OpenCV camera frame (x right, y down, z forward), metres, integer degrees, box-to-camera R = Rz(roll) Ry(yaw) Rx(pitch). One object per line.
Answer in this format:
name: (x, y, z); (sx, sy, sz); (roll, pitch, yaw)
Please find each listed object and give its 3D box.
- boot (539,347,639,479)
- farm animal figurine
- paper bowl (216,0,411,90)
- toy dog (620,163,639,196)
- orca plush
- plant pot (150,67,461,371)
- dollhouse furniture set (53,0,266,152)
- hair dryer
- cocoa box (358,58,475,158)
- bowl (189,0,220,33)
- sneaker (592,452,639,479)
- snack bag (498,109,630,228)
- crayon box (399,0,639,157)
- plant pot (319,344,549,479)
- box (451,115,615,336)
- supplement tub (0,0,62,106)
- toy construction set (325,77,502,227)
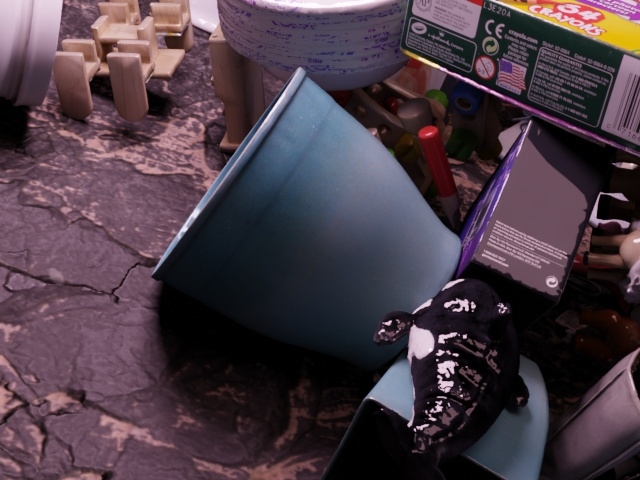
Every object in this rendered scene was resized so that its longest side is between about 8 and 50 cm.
boot: (0.267, 0.177, 1.037); (0.076, 0.208, 0.189); (14, 38, -14)
farm animal figurine: (0.411, -0.021, 1.185); (0.172, 0.326, 0.330); (9, 62, 17)
paper bowl: (0.016, -0.288, 1.233); (0.285, 0.148, 0.284); (-1, 40, 1)
toy dog: (0.534, -0.309, 1.671); (0.396, 0.284, 0.408); (-5, 44, -35)
orca plush: (0.121, 0.089, 0.885); (0.151, 0.102, 0.287); (35, 29, 17)
plant pot: (0.000, 0.000, 1.087); (0.255, 0.271, 0.271); (36, 36, -7)
dollhouse furniture set: (-0.206, -0.219, 1.368); (0.242, 0.160, 0.212); (3, 35, 10)
hair dryer: (0.382, 0.038, 1.380); (0.294, 0.080, 0.223); (-13, 51, -39)
cocoa box: (0.184, -0.345, 1.521); (0.228, 0.347, 0.231); (16, 38, -10)
bowl: (-0.129, -0.458, 1.671); (0.298, 0.134, 0.297); (15, 37, -12)
sneaker: (0.382, 0.226, 1.097); (0.222, 0.083, 0.118); (-2, 27, 41)
snack bag: (0.457, -0.124, 1.660); (0.323, 0.037, 0.343); (40, 39, 19)
crayon box: (0.327, -0.219, 1.111); (0.363, 0.106, 0.313); (30, 38, 30)
plant pot: (0.125, 0.190, 0.990); (0.166, 0.165, 0.234); (31, 33, 9)
box: (0.209, 0.008, 1.126); (0.103, 0.261, 0.184); (27, 68, 3)
supplement tub: (-0.481, -0.276, 1.163); (0.332, 0.241, 0.241); (5, 40, -23)
toy construction set: (0.150, -0.123, 1.312); (0.258, 0.237, 0.308); (-13, 37, 15)
